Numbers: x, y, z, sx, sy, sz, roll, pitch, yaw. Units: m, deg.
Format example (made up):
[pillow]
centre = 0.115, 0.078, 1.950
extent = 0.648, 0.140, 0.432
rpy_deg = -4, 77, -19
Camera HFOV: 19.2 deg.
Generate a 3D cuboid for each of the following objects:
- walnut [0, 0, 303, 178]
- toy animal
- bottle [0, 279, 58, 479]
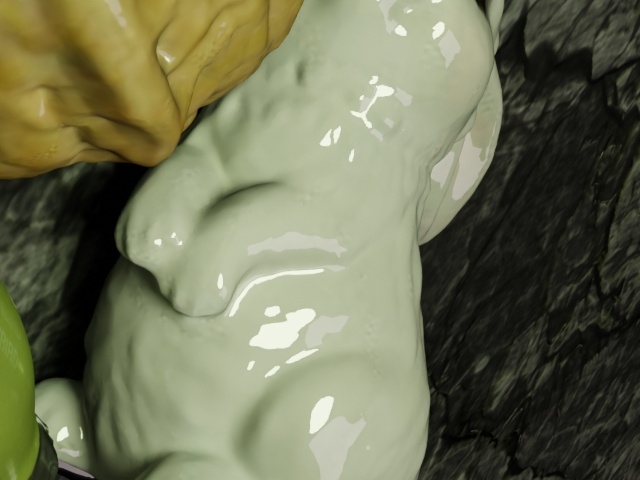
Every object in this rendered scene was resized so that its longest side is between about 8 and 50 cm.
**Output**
[walnut]
centre = -0.095, -0.117, 0.651
extent = 0.213, 0.213, 0.213
rpy_deg = -40, 149, -30
[toy animal]
centre = 0.000, 0.000, 0.960
extent = 0.258, 0.194, 0.357
rpy_deg = 32, 84, -54
[bottle]
centre = -0.177, 0.048, 0.775
extent = 0.112, 0.112, 0.260
rpy_deg = -48, 152, -17
